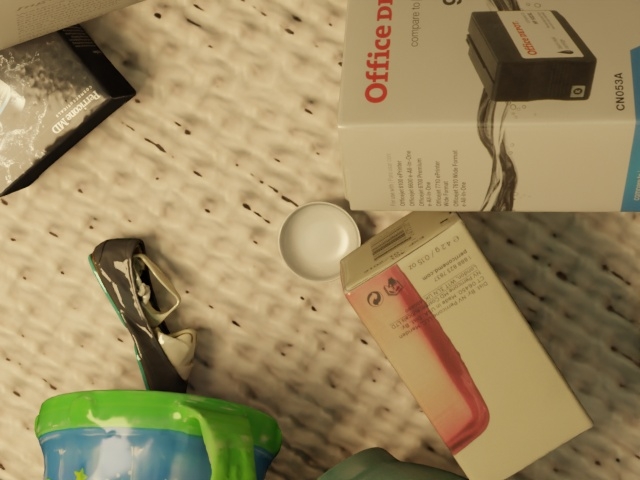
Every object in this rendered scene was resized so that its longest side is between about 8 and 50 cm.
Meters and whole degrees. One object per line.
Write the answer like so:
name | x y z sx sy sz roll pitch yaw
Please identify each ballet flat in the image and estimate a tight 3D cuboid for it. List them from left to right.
ballet flat | -0.168 0.088 1.176 0.074 0.074 0.203 -23 94 9

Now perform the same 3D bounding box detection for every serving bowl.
serving bowl | 0.000 0.000 1.162 0.083 0.027 0.083 1 99 5

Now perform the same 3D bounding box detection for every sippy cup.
sippy cup | -0.161 0.274 1.082 0.240 0.305 0.224 1 69 4

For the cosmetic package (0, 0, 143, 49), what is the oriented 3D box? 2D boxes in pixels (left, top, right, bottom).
cosmetic package | -0.174 -0.370 0.891 0.327 0.394 0.329 -22 97 -12

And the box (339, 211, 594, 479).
box | 0.132 0.093 1.089 0.127 0.148 0.232 -33 100 5

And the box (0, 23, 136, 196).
box | -0.298 -0.154 1.136 0.156 0.093 0.158 -39 95 11

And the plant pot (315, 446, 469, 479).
plant pot | 0.060 0.325 1.103 0.196 0.293 0.293 45 102 24

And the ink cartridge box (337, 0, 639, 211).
ink cartridge box | 0.175 -0.148 1.008 0.307 0.129 0.223 0 57 8
